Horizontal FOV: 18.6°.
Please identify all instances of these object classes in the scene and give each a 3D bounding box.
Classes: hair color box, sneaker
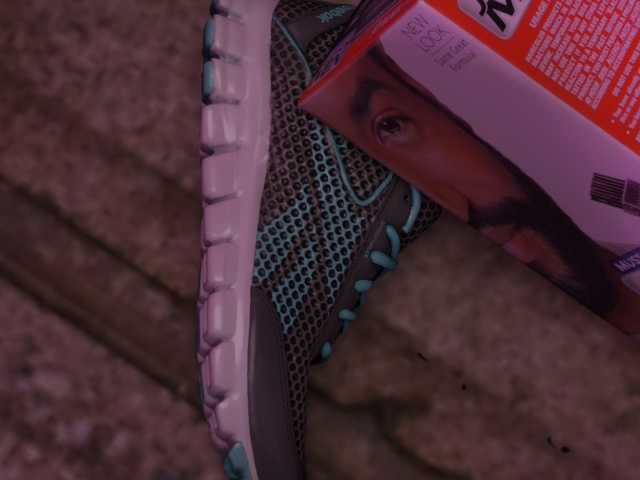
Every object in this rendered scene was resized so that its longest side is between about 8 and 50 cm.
[{"bbox_3d":[0.087,-0.023,0.562,0.167,0.093,0.053,35,66,-9],"label":"hair color box"},{"bbox_3d":[0.000,0.000,0.599,0.076,0.065,0.166,1,83,-4],"label":"sneaker"}]
